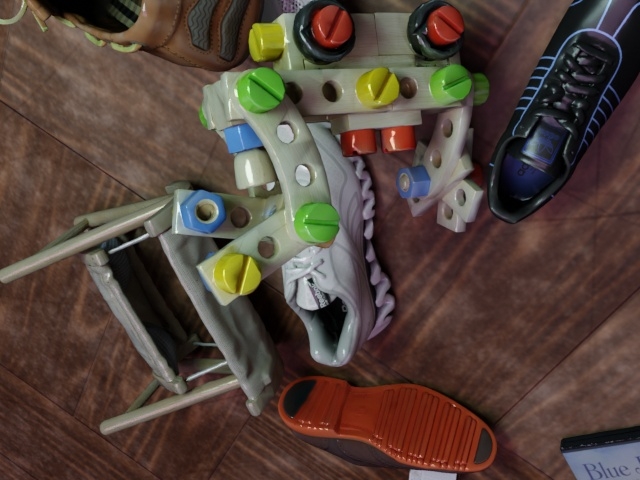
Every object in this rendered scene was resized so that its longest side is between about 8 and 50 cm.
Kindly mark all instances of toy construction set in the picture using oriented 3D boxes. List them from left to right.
[{"bbox_3d":[0.034,-0.079,0.596,0.151,0.327,0.215,-4,94,50],"label":"toy construction set"}]

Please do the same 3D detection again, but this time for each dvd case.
[{"bbox_3d":[0.407,0.308,0.808,0.180,0.022,0.253,-22,107,34],"label":"dvd case"}]

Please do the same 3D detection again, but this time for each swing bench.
[{"bbox_3d":[-0.193,0.079,0.880,0.254,0.165,0.253,-15,110,26],"label":"swing bench"}]

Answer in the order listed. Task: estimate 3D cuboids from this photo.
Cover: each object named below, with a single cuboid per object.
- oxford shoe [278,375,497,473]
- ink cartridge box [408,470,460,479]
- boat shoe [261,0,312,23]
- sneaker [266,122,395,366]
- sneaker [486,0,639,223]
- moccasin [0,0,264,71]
[{"bbox_3d":[0.085,0.236,0.893,0.271,0.097,0.098,9,142,26],"label":"oxford shoe"},{"bbox_3d":[0.147,0.313,0.933,0.063,0.029,0.115,12,122,20],"label":"ink cartridge box"},{"bbox_3d":[-0.036,-0.277,0.638,0.096,0.098,0.277,-21,108,10],"label":"boat shoe"},{"bbox_3d":[0.000,0.000,0.764,0.110,0.118,0.292,-7,114,31],"label":"sneaker"},{"bbox_3d":[0.210,-0.114,0.608,0.081,0.090,0.232,26,127,10],"label":"sneaker"},{"bbox_3d":[-0.216,-0.246,0.644,0.380,0.147,0.139,42,121,34],"label":"moccasin"}]
